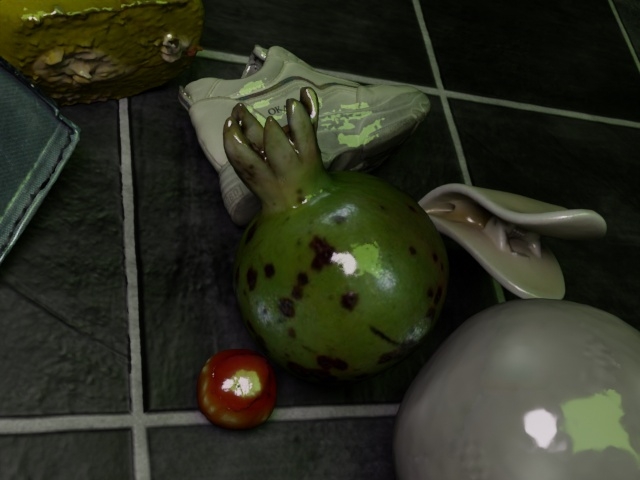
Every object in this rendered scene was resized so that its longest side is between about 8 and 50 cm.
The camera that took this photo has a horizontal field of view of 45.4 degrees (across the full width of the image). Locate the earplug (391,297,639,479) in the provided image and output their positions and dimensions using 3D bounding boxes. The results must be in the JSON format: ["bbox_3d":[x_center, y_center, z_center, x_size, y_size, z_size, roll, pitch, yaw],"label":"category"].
[{"bbox_3d":[0.269,0.240,0.760,0.394,0.313,0.313,40,52,2],"label":"earplug"}]

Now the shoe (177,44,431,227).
[{"bbox_3d":[-0.016,-0.172,0.976,0.341,0.132,0.211,-26,78,-32],"label":"shoe"}]

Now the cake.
[{"bbox_3d":[-0.269,-0.247,0.866,0.260,0.179,0.156,-16,69,-30],"label":"cake"}]

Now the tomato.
[{"bbox_3d":[-0.085,0.150,0.783,0.087,0.075,0.087,10,60,-18],"label":"tomato"}]

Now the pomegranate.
[{"bbox_3d":[0.008,0.011,0.772,0.242,0.306,0.243,-11,50,13],"label":"pomegranate"}]

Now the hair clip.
[{"bbox_3d":[0.216,-0.012,0.908,0.172,0.282,0.113,11,101,-20],"label":"hair clip"}]

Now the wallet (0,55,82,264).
[{"bbox_3d":[-0.408,-0.118,0.690,0.342,0.075,0.237,42,63,-36],"label":"wallet"}]
